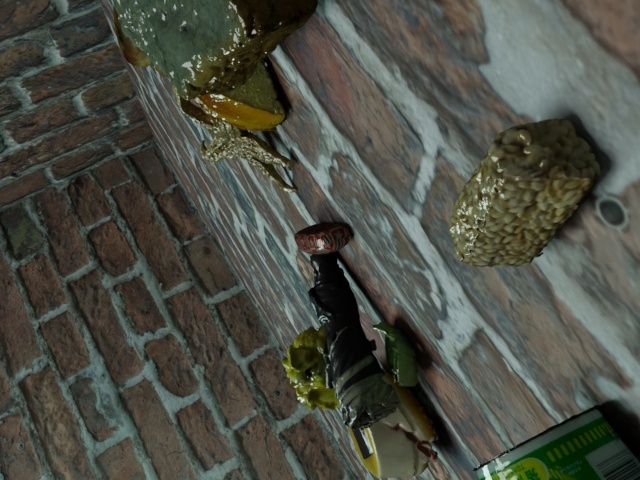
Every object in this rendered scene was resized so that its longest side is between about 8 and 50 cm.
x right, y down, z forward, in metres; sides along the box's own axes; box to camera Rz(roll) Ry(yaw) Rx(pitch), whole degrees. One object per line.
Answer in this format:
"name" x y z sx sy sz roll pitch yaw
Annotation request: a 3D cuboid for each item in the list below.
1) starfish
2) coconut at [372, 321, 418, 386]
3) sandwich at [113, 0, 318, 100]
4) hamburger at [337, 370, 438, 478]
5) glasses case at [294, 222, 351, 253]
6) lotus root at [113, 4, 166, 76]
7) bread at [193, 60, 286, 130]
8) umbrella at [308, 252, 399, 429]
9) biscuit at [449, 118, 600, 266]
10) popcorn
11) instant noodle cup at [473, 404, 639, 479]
"starfish" -0.164 -0.207 1.224 0.302 0.060 0.299 32 158 2
"coconut" 0.138 0.201 1.075 0.158 0.055 0.133 -115 5 -79
"sandwich" -0.168 -0.340 0.802 0.325 0.131 0.262 -15 104 59
"hamburger" 0.137 0.380 1.272 0.295 0.152 0.227 124 122 -80
"glasses case" 0.000 0.000 1.147 0.049 0.073 0.194 69 166 -8
"lotus root" -0.334 -0.445 1.257 0.193 0.193 0.291 60 163 3
"bread" -0.167 -0.293 1.040 0.260 0.134 0.129 64 165 -11
"umbrella" 0.048 0.183 1.175 0.106 0.113 0.357 105 151 -60
"biscuit" 0.163 -0.033 0.505 0.168 0.082 0.070 93 171 -65
"popcorn" 0.005 0.328 1.534 0.218 0.189 0.169 58 169 18
"instant noodle cup" 0.266 0.294 0.570 0.207 0.207 0.232 89 157 -62
